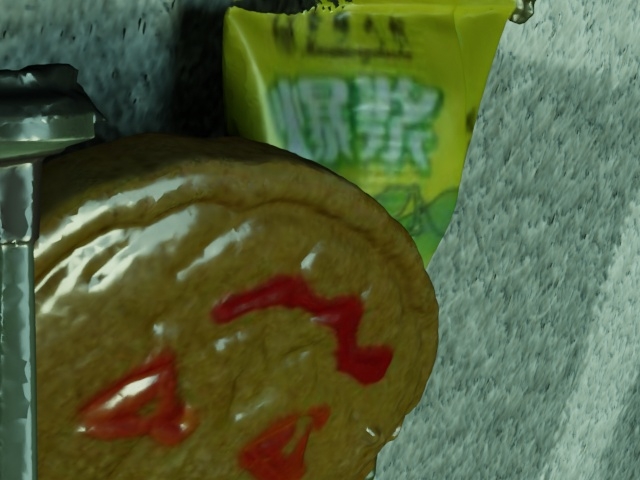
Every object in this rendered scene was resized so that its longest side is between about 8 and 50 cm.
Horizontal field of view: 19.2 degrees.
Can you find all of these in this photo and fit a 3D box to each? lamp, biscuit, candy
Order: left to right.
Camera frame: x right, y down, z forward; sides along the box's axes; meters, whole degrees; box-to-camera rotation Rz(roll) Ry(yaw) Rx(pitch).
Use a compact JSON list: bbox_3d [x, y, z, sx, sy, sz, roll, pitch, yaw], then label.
[{"bbox_3d":[-0.158,0.074,0.577,0.124,0.203,0.283,13,92,-21],"label":"lamp"},{"bbox_3d":[-0.066,0.076,0.753,0.257,0.049,0.273,-52,142,10],"label":"biscuit"},{"bbox_3d":[0.000,0.000,0.843,0.187,0.081,0.297,-5,115,-43],"label":"candy"}]
